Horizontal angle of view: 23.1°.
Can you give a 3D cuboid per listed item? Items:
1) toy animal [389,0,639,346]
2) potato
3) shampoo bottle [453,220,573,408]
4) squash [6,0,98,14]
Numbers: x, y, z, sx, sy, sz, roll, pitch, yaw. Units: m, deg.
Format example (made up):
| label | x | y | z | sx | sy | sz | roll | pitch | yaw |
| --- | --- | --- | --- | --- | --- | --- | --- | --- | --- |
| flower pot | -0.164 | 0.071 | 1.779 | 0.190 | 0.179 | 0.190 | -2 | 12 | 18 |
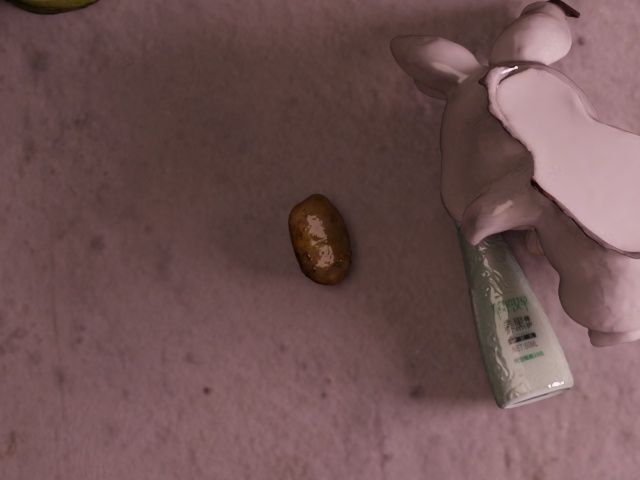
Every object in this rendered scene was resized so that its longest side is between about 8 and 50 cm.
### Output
| label | x | y | z | sx | sy | sz | roll | pitch | yaw |
| --- | --- | --- | --- | --- | --- | --- | --- | --- | --- |
| toy animal | 0.195 | -0.068 | 1.291 | 0.208 | 0.154 | 0.325 | -14 | 67 | -16 |
| potato | 0.000 | 0.000 | 1.394 | 0.051 | 0.040 | 0.083 | -14 | 79 | 3 |
| shampoo bottle | 0.155 | 0.046 | 1.344 | 0.069 | 0.041 | 0.190 | -16 | 74 | -3 |
| squash | -0.257 | -0.331 | 1.519 | 0.219 | 0.041 | 0.219 | -2 | 80 | 14 |
